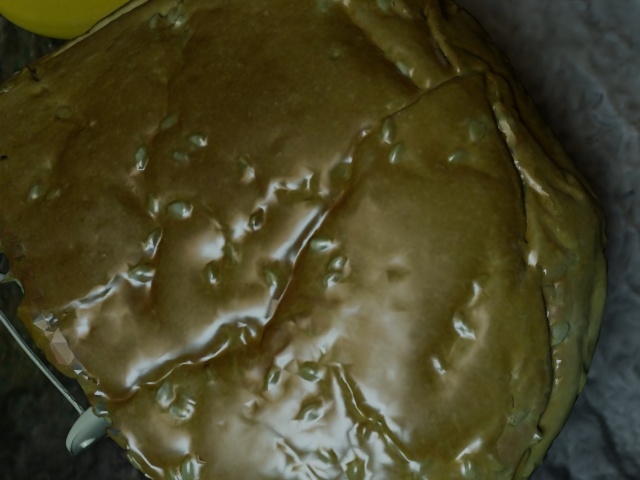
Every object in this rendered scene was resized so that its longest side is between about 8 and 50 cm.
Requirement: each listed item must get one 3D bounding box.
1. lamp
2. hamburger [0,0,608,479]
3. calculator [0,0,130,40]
[{"bbox_3d":[-0.165,0.026,0.595,0.198,0.050,0.056,45,109,12],"label":"lamp"},{"bbox_3d":[0.000,0.000,0.470,0.211,0.132,0.309,-36,73,8],"label":"hamburger"},{"bbox_3d":[-0.081,-0.180,0.563,0.234,0.032,0.146,-15,87,23],"label":"calculator"}]
